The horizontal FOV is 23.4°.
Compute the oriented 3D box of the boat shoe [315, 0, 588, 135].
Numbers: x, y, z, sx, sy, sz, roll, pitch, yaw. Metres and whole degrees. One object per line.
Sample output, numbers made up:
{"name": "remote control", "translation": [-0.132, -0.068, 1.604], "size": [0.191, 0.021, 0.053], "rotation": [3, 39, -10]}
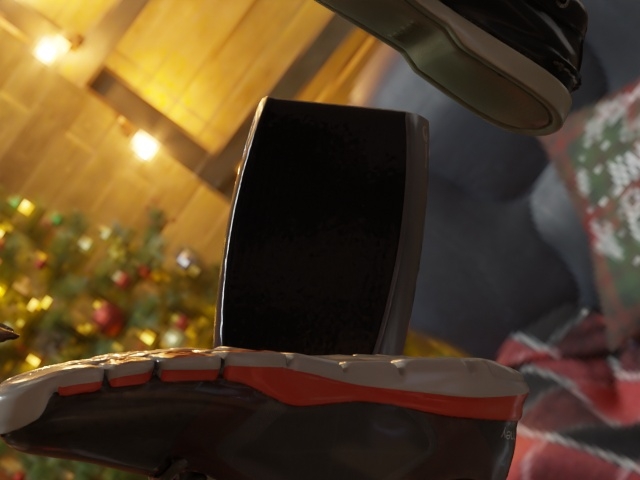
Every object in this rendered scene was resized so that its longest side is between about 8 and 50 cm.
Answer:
{"name": "boat shoe", "translation": [0.055, -0.210, 1.050], "size": [0.113, 0.340, 0.127], "rotation": [-61, 16, -17]}

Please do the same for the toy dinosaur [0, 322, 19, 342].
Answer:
{"name": "toy dinosaur", "translation": [-0.330, 0.141, 1.205], "size": [0.200, 0.127, 0.295], "rotation": [-68, 15, -7]}

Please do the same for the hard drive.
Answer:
{"name": "hard drive", "translation": [0.000, 0.000, 1.316], "size": [0.054, 0.172, 0.255], "rotation": [73, -155, -73]}

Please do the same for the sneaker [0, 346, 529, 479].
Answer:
{"name": "sneaker", "translation": [-0.013, 0.063, 0.429], "size": [0.061, 0.157, 0.065], "rotation": [172, 101, -72]}
